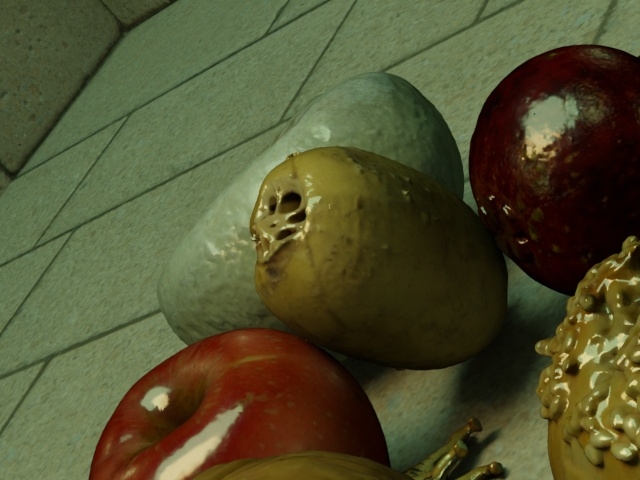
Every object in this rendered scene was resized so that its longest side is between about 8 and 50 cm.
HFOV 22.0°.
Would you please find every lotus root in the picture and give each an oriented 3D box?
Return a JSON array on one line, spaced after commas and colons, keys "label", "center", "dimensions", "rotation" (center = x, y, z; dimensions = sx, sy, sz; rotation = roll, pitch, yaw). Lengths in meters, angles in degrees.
[{"label": "lotus root", "center": [0.071, 0.024, 1.396], "dimensions": [0.151, 0.343, 0.169], "rotation": [-25, 62, 33]}]

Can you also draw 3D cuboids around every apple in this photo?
[{"label": "apple", "center": [-0.066, 0.208, 1.366], "dimensions": [0.260, 0.216, 0.260], "rotation": [-35, 22, 16]}]

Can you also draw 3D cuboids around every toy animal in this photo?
[{"label": "toy animal", "center": [0.089, 0.198, 1.291], "dimensions": [0.099, 0.056, 0.241], "rotation": [-37, 4, 10]}]

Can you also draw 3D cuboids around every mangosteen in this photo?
[{"label": "mangosteen", "center": [0.250, -0.073, 1.381], "dimensions": [0.257, 0.215, 0.215], "rotation": [-32, 16, -18]}]

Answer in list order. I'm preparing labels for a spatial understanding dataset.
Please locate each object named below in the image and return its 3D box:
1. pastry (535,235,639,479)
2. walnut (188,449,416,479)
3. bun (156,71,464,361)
[{"label": "pastry", "center": [0.267, 0.084, 1.043], "dimensions": [0.284, 0.184, 0.316], "rotation": [-50, 21, -17]}, {"label": "walnut", "center": [0.006, 0.274, 0.962], "dimensions": [0.252, 0.313, 0.277], "rotation": [-31, 13, 5]}, {"label": "bun", "center": [0.000, 0.000, 1.631], "dimensions": [0.362, 0.211, 0.362], "rotation": [-46, 3, 3]}]
